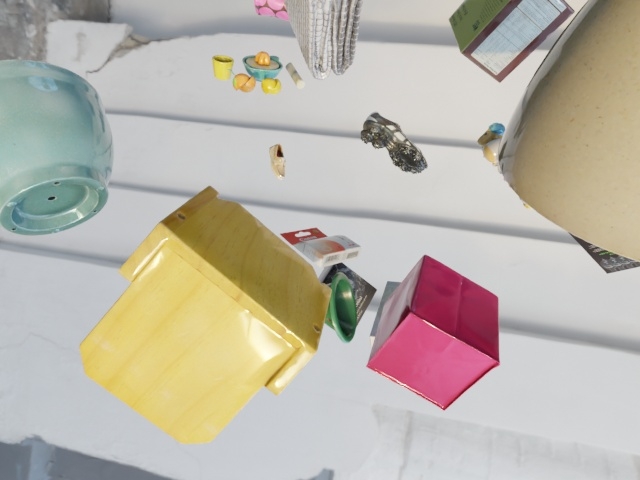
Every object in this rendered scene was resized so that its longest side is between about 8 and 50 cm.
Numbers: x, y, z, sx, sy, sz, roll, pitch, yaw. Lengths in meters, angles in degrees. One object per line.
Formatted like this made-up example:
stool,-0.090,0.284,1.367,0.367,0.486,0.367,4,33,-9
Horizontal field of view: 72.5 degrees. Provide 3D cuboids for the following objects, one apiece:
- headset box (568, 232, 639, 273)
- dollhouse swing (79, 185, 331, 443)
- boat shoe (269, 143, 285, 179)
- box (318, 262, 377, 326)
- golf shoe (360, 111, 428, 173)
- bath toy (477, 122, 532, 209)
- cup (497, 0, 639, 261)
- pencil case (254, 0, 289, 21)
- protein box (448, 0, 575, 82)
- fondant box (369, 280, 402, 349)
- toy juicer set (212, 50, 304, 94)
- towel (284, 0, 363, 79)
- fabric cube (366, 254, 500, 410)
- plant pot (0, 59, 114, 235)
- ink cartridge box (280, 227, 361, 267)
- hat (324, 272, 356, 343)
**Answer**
headset box,0.747,-0.091,1.116,0.246,0.283,0.131,-49,-173,-29
dollhouse swing,-0.216,0.147,0.867,0.305,0.347,0.315,-46,-170,23
boat shoe,-0.184,-0.354,1.938,0.063,0.059,0.170,5,65,-51
box,0.055,0.167,1.283,0.156,0.158,0.093,-57,-169,-24
golf shoe,0.190,-0.243,1.065,0.077,0.198,0.094,-31,-146,45
bath toy,0.622,-0.239,1.378,0.348,0.151,0.129,-105,-155,-47
cup,0.367,-0.161,0.412,0.331,0.331,0.237,-69,163,-48
pencil case,-0.097,-0.715,1.345,0.098,0.209,0.095,121,-15,-83
protein box,0.435,-0.528,1.027,0.201,0.136,0.200,-44,-150,39
fondant box,0.339,0.294,1.645,0.330,0.238,0.096,-60,147,-51
toy juicer set,-0.170,-0.560,1.434,0.329,0.209,0.090,-20,140,-34
towel,0.000,-0.531,0.950,0.284,0.121,0.235,94,-22,-75
fabric cube,0.315,0.250,1.206,0.254,0.259,0.258,-60,180,37
plant pot,-0.500,-0.133,0.773,0.196,0.293,0.293,59,4,13
ink cartridge box,0.000,0.000,1.185,0.145,0.179,0.045,-12,130,-42
hat,-0.017,0.174,1.163,0.173,0.183,0.209,37,47,-59
